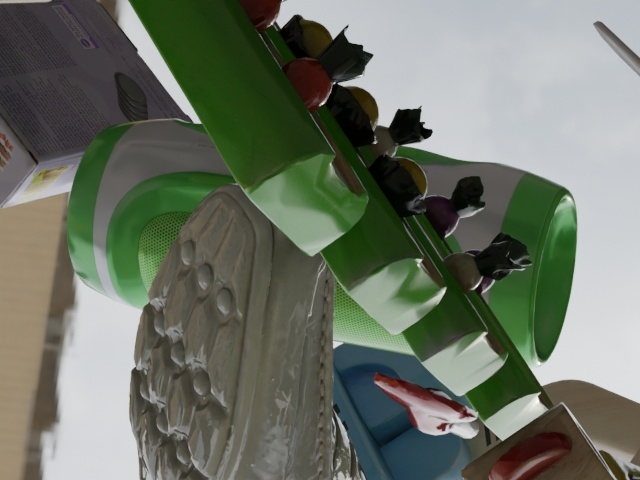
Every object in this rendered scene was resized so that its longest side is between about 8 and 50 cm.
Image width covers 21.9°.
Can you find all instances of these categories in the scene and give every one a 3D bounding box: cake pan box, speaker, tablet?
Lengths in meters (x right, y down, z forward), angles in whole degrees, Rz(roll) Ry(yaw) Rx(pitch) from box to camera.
[{"bbox_3d":[-0.266,-0.164,1.460,0.267,0.070,0.246,51,-153,8],"label":"cake pan box"},{"bbox_3d":[0.000,0.000,1.014,0.296,0.131,0.131,9,-152,20],"label":"speaker"},{"bbox_3d":[0.125,-0.040,0.550,0.054,0.006,0.083,32,-164,-44],"label":"tablet"}]

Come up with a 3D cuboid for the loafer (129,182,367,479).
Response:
[{"bbox_3d":[-0.028,0.113,0.778,0.111,0.319,0.112,-8,-143,-25],"label":"loafer"}]

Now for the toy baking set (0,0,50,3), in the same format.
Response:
[{"bbox_3d":[-0.158,-0.174,1.000,0.256,0.030,0.197,-6,179,-33],"label":"toy baking set"}]

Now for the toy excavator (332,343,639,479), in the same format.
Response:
[{"bbox_3d":[0.132,0.209,1.678,0.445,0.222,0.433,-34,-143,4],"label":"toy excavator"}]

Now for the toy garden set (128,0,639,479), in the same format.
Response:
[{"bbox_3d":[0.041,0.013,0.462,0.204,0.049,0.244,58,-174,27],"label":"toy garden set"}]
